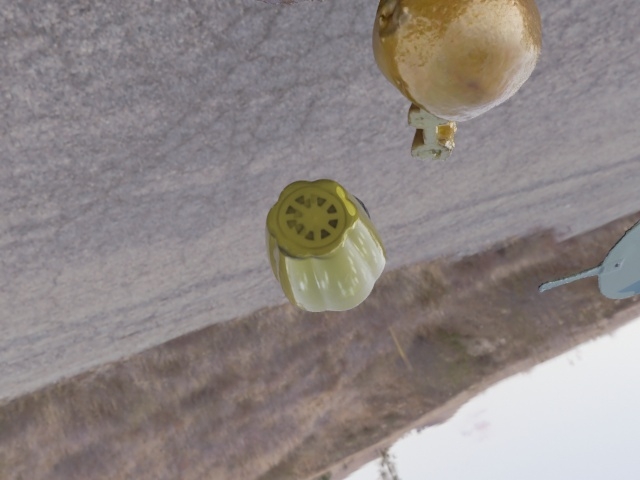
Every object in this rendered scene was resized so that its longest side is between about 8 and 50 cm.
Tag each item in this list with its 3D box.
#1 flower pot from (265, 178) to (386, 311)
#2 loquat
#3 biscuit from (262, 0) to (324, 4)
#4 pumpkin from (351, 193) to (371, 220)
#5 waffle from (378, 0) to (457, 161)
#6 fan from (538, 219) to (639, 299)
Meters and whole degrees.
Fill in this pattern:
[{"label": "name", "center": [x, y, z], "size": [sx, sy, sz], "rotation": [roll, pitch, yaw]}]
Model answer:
[{"label": "flower pot", "center": [0.000, 0.000, 1.120], "size": [0.195, 0.195, 0.179], "rotation": [-24, 157, -1]}, {"label": "loquat", "center": [0.166, -0.242, 0.845], "size": [0.234, 0.176, 0.187], "rotation": [10, 122, -40]}, {"label": "biscuit", "center": [-0.106, -0.679, 1.398], "size": [0.343, 0.394, 0.166], "rotation": [13, 171, -18]}, {"label": "pumpkin", "center": [0.009, -0.013, 1.398], "size": [0.194, 0.149, 0.194], "rotation": [-2, 154, -1]}, {"label": "waffle", "center": [0.188, -0.341, 1.167], "size": [0.078, 0.304, 0.348], "rotation": [2, 138, 21]}, {"label": "fan", "center": [0.269, 0.019, 0.633], "size": [0.176, 0.005, 0.113], "rotation": [-16, 135, -14]}]
